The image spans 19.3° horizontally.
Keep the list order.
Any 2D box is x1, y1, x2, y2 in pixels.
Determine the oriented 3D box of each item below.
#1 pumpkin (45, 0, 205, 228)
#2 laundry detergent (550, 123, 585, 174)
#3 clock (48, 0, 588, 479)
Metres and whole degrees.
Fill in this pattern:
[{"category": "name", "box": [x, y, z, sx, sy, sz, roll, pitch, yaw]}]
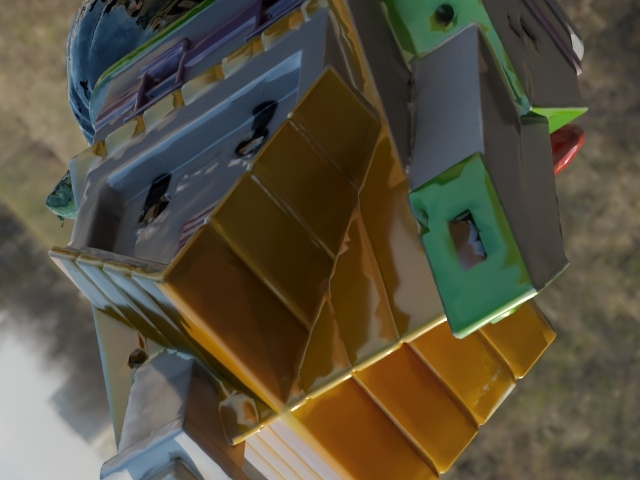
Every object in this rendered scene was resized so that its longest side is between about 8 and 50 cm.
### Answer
[{"category": "pumpkin", "box": [-0.112, -0.091, 1.469, 0.248, 0.248, 0.248, 45, 174, 6]}, {"category": "laundry detergent", "box": [0.148, -0.062, 1.357, 0.049, 0.097, 0.165, 69, -160, 0]}, {"category": "clock", "box": [0.000, 0.000, 0.834, 0.166, 0.235, 0.309, 49, -157, -23]}]
